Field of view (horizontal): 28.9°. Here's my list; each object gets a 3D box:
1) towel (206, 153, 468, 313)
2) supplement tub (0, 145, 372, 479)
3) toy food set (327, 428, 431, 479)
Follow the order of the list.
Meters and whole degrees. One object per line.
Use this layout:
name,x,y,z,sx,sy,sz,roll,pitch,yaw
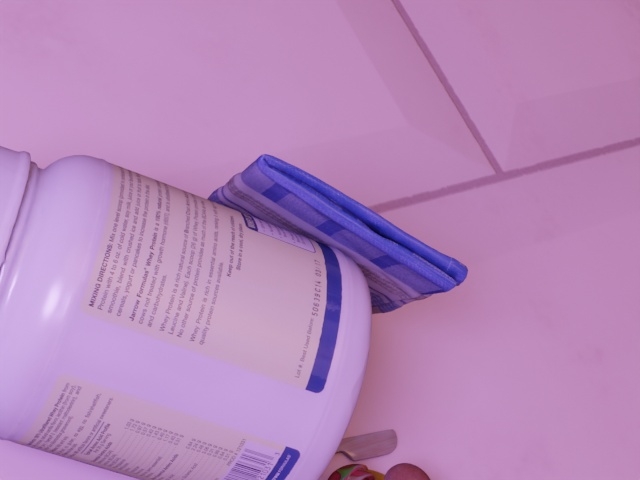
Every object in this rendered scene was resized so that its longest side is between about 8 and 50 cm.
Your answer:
towel,0.000,0.000,1.134,0.209,0.285,0.034,31,76,-9
supplement tub,-0.147,0.070,1.009,0.325,0.235,0.235,21,51,-19
toy food set,0.060,0.262,1.118,0.128,0.071,0.218,3,58,-31
